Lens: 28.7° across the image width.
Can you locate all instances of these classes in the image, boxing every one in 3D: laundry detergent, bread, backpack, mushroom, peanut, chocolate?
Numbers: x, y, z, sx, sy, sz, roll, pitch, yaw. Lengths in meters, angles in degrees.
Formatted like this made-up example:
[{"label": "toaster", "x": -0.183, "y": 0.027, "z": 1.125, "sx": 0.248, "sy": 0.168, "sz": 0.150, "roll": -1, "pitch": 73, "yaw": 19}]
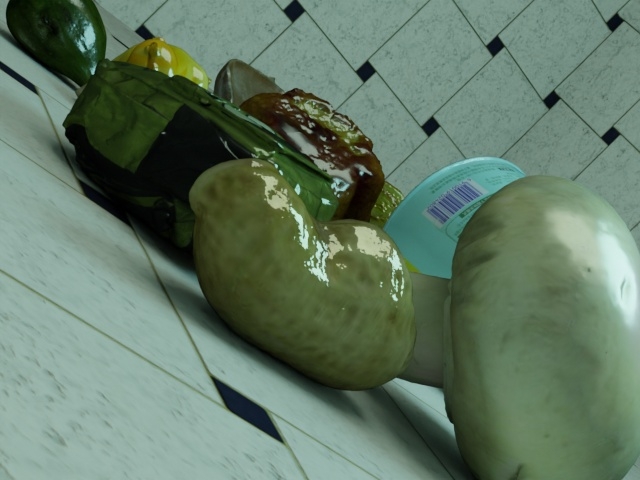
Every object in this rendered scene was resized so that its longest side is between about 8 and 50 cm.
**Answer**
[{"label": "laundry detergent", "x": 0.263, "y": 0.080, "z": 1.646, "sx": 0.287, "sy": 0.287, "sz": 0.305, "roll": 34, "pitch": 7, "yaw": -44}, {"label": "bread", "x": -0.025, "y": -0.111, "z": 1.800, "sx": 0.247, "sy": 0.135, "sz": 0.232, "roll": 43, "pitch": 33, "yaw": 14}, {"label": "backpack", "x": -0.119, "y": -0.069, "z": 1.162, "sx": 0.253, "sy": 0.140, "sz": 0.207, "roll": 33, "pitch": 2, "yaw": 22}, {"label": "mushroom", "x": 0.190, "y": 0.068, "z": 1.187, "sx": 0.356, "sy": 0.315, "sz": 0.315, "roll": 53, "pitch": 9, "yaw": 16}, {"label": "peanut", "x": -0.014, "y": 0.030, "z": 1.008, "sx": 0.253, "sy": 0.137, "sz": 0.122, "roll": 32, "pitch": 6, "yaw": -35}, {"label": "bread", "x": 0.080, "y": -0.018, "z": 1.953, "sx": 0.132, "sy": 0.103, "sz": 0.172, "roll": 37, "pitch": -24, "yaw": 21}, {"label": "chocolate", "x": -0.114, "y": -0.165, "z": 2.002, "sx": 0.161, "sy": 0.083, "sz": 0.261, "roll": 31, "pitch": 38, "yaw": -39}]

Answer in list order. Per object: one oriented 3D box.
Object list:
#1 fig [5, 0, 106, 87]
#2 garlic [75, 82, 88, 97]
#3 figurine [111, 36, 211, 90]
[{"label": "fig", "x": -0.314, "y": -0.252, "z": 1.585, "sx": 0.177, "sy": 0.117, "sz": 0.117, "roll": 49, "pitch": 5, "yaw": -1}, {"label": "garlic", "x": -0.156, "y": -0.115, "z": 1.551, "sx": 0.318, "sy": 0.112, "sz": 0.143, "roll": 25, "pitch": 12, "yaw": -20}, {"label": "figurine", "x": -0.223, "y": -0.209, "z": 1.700, "sx": 0.156, "sy": 0.131, "sz": 0.246, "roll": 4, "pitch": 7, "yaw": 1}]
